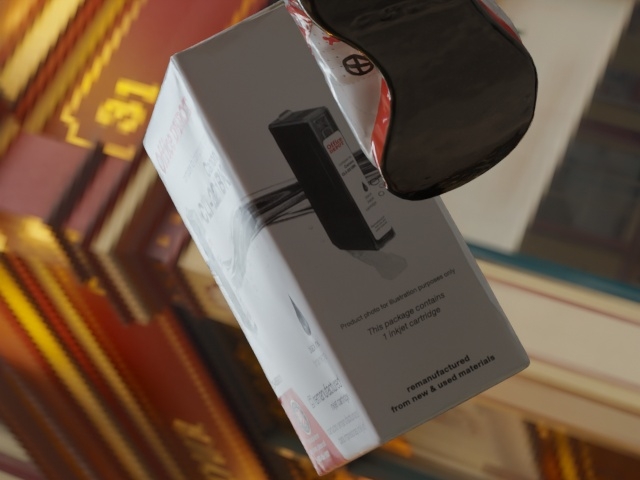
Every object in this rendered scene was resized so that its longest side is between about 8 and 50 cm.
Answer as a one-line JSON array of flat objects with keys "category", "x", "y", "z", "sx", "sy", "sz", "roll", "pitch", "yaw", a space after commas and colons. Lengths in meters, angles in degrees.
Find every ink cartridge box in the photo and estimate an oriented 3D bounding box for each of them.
[{"category": "ink cartridge box", "x": 0.000, "y": 0.000, "z": 1.162, "sx": 0.114, "sy": 0.272, "sz": 0.197, "roll": -26, "pitch": -7, "yaw": -16}]

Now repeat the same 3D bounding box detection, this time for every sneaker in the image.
[{"category": "sneaker", "x": 0.020, "y": -0.128, "z": 0.821, "sx": 0.090, "sy": 0.145, "sz": 0.270, "roll": -31, "pitch": -26, "yaw": 4}]
